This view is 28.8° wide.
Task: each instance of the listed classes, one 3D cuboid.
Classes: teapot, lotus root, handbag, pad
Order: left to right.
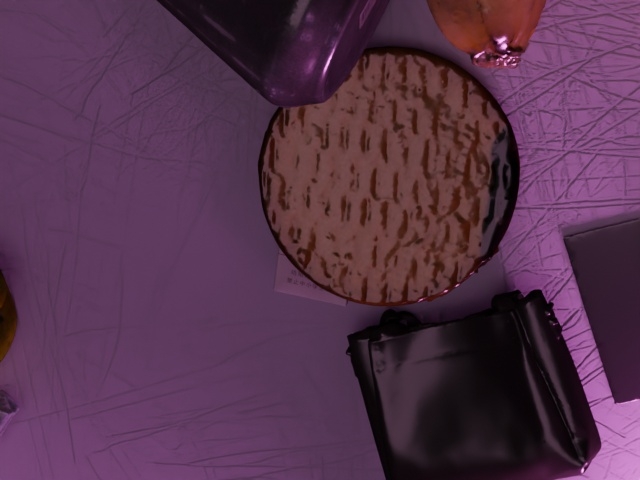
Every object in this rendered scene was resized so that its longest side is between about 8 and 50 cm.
[{"bbox_3d":[-0.089,-0.337,1.346,0.344,0.253,0.300,28,102,4],"label":"teapot"},{"bbox_3d":[0.192,0.196,1.587,0.285,0.113,0.257,-13,105,25],"label":"handbag"},{"bbox_3d":[0.172,-0.332,1.338,0.131,0.146,0.303,24,129,50],"label":"lotus root"},{"bbox_3d":[0.413,0.085,1.545,0.170,0.006,0.246,-15,110,17],"label":"pad"}]

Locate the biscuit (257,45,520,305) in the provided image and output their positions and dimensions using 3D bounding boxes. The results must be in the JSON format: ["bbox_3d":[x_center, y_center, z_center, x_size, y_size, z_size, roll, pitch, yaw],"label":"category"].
[{"bbox_3d":[0.081,-0.075,1.496,0.317,0.040,0.318,0,101,2],"label":"biscuit"}]

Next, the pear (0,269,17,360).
[{"bbox_3d":[-0.544,0.122,1.684,0.281,0.176,0.286,-21,109,18],"label":"pear"}]

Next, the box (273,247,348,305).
[{"bbox_3d":[0.000,0.000,1.579,0.100,0.048,0.152,11,113,5],"label":"box"}]

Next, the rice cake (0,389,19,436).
[{"bbox_3d":[-0.509,0.292,1.810,0.069,0.063,0.206,34,115,0],"label":"rice cake"}]
